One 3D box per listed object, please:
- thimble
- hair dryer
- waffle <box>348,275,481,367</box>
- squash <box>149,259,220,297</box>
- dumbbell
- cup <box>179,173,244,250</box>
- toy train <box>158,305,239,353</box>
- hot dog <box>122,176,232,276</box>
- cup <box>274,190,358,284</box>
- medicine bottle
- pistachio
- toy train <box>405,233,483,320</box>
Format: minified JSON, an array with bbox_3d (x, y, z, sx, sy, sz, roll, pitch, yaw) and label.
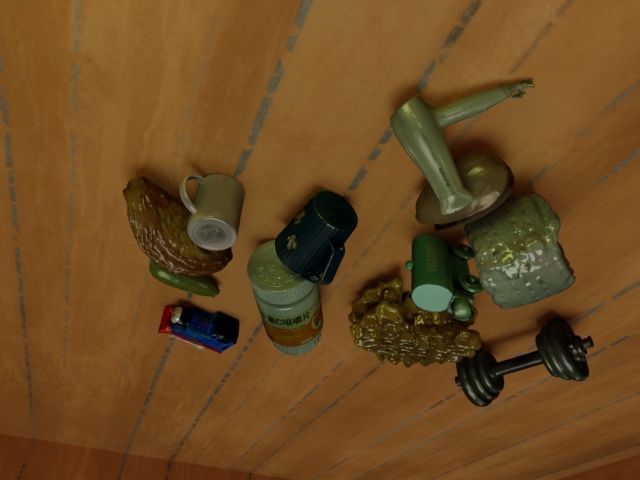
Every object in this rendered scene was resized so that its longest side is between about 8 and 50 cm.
[{"bbox_3d":[0.398,0.021,0.984,0.172,0.205,0.250,-26,172,22],"label":"thimble"},{"bbox_3d":[0.262,-0.185,0.838,0.237,0.075,0.206,-31,96,10],"label":"hair dryer"},{"bbox_3d":[0.241,0.221,1.302,0.324,0.151,0.261,20,142,-15],"label":"waffle"},{"bbox_3d":[-0.342,0.097,1.259,0.066,0.066,0.201,-30,133,34],"label":"squash"},{"bbox_3d":[0.565,0.349,1.411,0.406,0.179,0.179,-31,130,33],"label":"dumbbell"},{"bbox_3d":[-0.226,-0.064,1.001,0.136,0.133,0.099,19,134,-19],"label":"cup"},{"bbox_3d":[-0.347,0.250,1.427,0.204,0.083,0.131,31,133,-32],"label":"toy train"},{"bbox_3d":[-0.315,-0.018,1.046,0.114,0.175,0.259,-44,122,13],"label":"hot dog"},{"bbox_3d":[0.000,0.000,1.041,0.131,0.176,0.155,5,139,-35],"label":"cup"},{"bbox_3d":[-0.077,0.153,1.234,0.158,0.158,0.318,-1,141,5],"label":"medicine bottle"},{"bbox_3d":[0.273,-0.085,0.946,0.129,0.131,0.206,31,136,-18],"label":"pistachio"},{"bbox_3d":[0.258,0.072,1.061,0.159,0.248,0.101,16,120,3],"label":"toy train"}]
